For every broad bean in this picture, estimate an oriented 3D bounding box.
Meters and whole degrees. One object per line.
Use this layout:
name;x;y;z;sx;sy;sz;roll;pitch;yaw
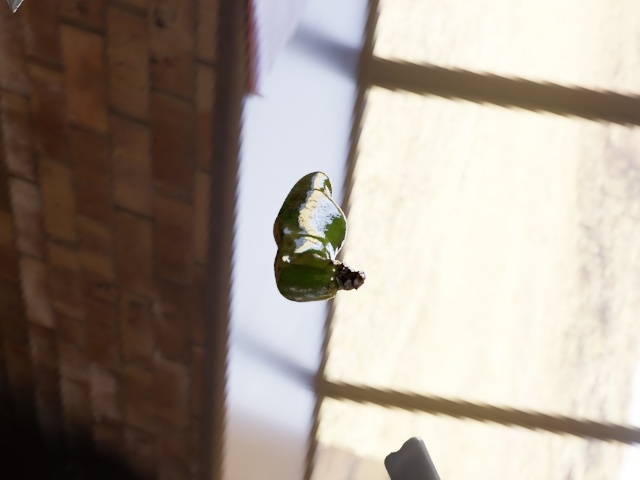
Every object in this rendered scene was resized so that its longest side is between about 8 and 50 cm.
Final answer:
broad bean;-0.007;0.004;1.071;0.195;0.061;0.046;-108;177;-67

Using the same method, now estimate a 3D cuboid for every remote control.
remote control;0.105;0.266;1.357;0.027;0.184;0.050;13;134;-47

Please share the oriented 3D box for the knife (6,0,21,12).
knife;-0.294;-0.261;1.448;0.060;0.028;0.230;78;30;-48
